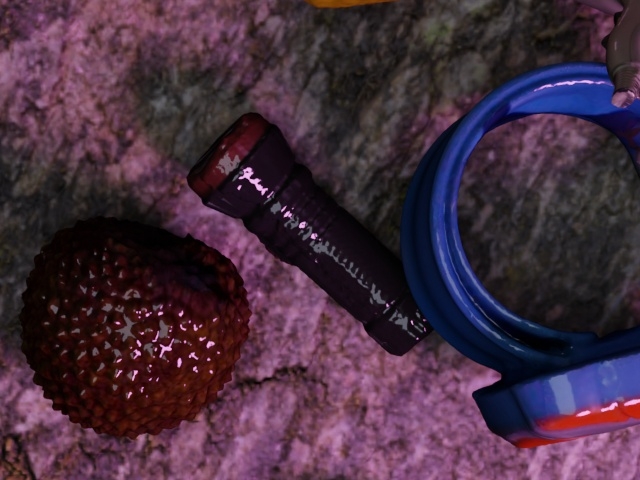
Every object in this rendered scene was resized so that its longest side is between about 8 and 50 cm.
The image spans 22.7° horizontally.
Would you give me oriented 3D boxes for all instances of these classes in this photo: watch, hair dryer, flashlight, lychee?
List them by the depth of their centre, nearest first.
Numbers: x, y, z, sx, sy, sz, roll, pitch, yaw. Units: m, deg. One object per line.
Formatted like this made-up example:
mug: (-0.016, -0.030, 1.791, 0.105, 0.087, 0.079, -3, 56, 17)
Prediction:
hair dryer: (0.195, -0.183, 1.197, 0.219, 0.225, 0.088, 26, 134, 30)
watch: (0.226, -0.003, 1.204, 0.305, 0.241, 0.274, -19, 86, -10)
lychee: (-0.153, 0.071, 1.272, 0.188, 0.188, 0.188, 1, 100, 6)
flashlight: (0.000, 0.000, 1.289, 0.232, 0.093, 0.093, 44, 101, -7)

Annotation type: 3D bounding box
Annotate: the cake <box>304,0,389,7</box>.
cake: (0.023, -0.304, 1.165, 0.156, 0.179, 0.260, -2, 140, 12)
